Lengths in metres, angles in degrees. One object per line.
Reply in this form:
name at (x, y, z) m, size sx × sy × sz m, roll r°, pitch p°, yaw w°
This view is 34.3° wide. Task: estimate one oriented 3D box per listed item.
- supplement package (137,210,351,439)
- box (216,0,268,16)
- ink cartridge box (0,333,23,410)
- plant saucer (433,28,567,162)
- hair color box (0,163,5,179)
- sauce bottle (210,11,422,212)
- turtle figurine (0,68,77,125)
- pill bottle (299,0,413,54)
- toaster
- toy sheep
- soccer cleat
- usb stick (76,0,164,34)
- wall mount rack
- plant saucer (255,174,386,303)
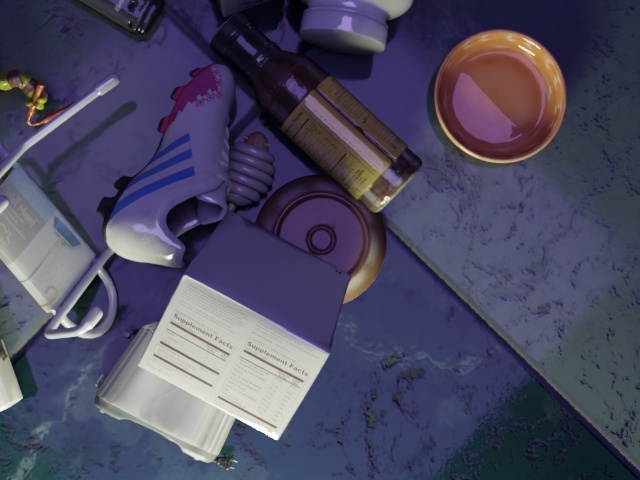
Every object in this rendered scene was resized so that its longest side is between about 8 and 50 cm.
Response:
supplement package at (-0.091, 0.102, 1.379) m, size 0.204 × 0.262 × 0.145 m, roll 29°, pitch 110°, yaw -2°
box at (-0.111, -0.406, 1.448) m, size 0.103 × 0.203 × 0.114 m, roll -21°, pitch 89°, yaw -5°
ink cartridge box at (-0.541, 0.146, 1.443) m, size 0.172 × 0.100 × 0.237 m, roll -20°, pitch 88°, yaw -5°
plant saucer at (0.266, -0.213, 1.547) m, size 0.200 × 0.037 × 0.200 m, roll 0°, pitch 88°, yaw -4°
hair color box at (-0.475, -0.077, 1.438) m, size 0.043 × 0.141 × 0.072 m, roll -4°, pitch 88°, yaw -1°
sauce bottle at (-0.010, -0.190, 1.491) m, size 0.344 × 0.111 × 0.111 m, roll 44°, pitch 85°, yaw 0°
turtle figurine at (-0.474, -0.231, 1.430) m, size 0.270 × 0.217 × 0.087 m, roll -1°, pitch 70°, yaw -10°
pill bottle at (0.058, -0.437, 1.473) m, size 0.182 × 0.181 × 0.322 m, roll 11°, pitch 87°, yaw -3°
toaster at (-0.191, 0.210, 1.450) m, size 0.227 × 0.129 × 0.146 m, roll 27°, pitch 83°, yaw -1°
toy sheep at (-0.108, -0.094, 1.491) m, size 0.091 × 0.091 × 0.132 m, roll 17°, pitch 86°, yaw -3°
soccer cleat at (-0.167, -0.098, 1.402) m, size 0.143 × 0.116 × 0.331 m, roll 20°, pitch 60°, yaw 12°
usb stick at (-0.361, -0.395, 1.510) m, size 0.278 × 0.045 × 0.077 m, roll 31°, pitch 85°, yaw -2°
wall mount rack at (-0.330, -0.045, 1.413) m, size 0.350 × 0.130 × 0.304 m, roll 56°, pitch 43°, yaw -28°
plant saucer at (0.000, 0.000, 1.519) m, size 0.199 × 0.036 × 0.198 m, roll 0°, pitch 87°, yaw -3°
